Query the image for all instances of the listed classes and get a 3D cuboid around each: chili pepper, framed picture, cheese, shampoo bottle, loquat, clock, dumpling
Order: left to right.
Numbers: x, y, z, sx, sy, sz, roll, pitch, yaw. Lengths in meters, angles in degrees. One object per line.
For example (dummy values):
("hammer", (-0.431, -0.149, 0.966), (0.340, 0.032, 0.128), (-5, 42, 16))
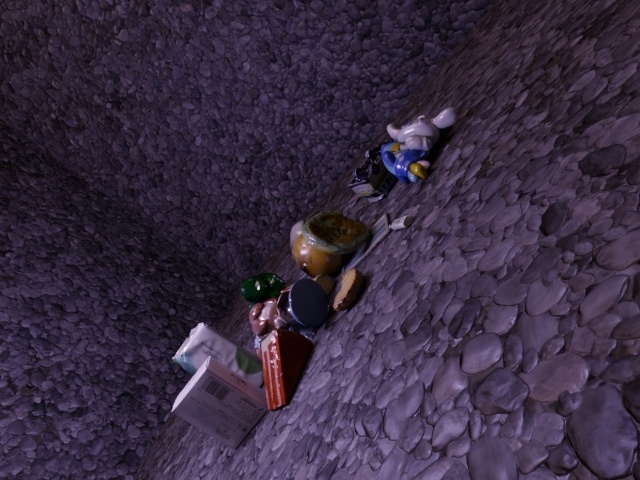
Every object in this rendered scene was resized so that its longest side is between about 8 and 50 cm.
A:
("chili pepper", (-0.304, 0.294, 2.433), (0.233, 0.248, 0.257), (-44, 16, -28))
("dumpling", (-0.129, -0.003, 2.837), (0.341, 0.181, 0.260), (3, 63, 51))
("cheese", (-0.023, 0.216, 1.865), (0.167, 0.094, 0.123), (-38, 20, 53))
("loquat", (-0.008, 0.053, 1.922), (0.235, 0.235, 0.235), (-49, 11, 13))
("framed picture", (0.189, 0.020, 1.827), (0.289, 0.016, 0.213), (-48, 12, 21))
("shampoo bottle", (0.294, -0.063, 1.618), (0.049, 0.034, 0.141), (-62, 12, -13))
("clock", (0.530, -0.490, 2.012), (0.215, 0.042, 0.215), (-49, 11, 13))

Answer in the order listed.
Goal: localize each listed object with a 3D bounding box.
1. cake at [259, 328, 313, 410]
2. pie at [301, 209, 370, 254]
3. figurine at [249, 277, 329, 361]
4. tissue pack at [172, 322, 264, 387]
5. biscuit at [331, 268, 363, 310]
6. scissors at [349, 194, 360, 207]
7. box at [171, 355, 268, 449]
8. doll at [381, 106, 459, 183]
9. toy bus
("cake", (-0.113, 0.466, 1.549), (0.158, 0.160, 0.261), (-41, 50, 43))
("pie", (0.063, -0.041, 1.822), (0.302, 0.303, 0.066), (-67, -10, -54))
("figurine", (-0.133, 0.309, 1.741), (0.388, 0.248, 0.276), (-29, 21, 42))
("tissue pack", (-0.427, 0.522, 1.835), (0.193, 0.356, 0.266), (-58, 12, -28))
("biscuit", (0.109, 0.174, 1.548), (0.118, 0.061, 0.183), (-39, 19, 44))
("scissors", (0.235, -0.268, 2.571), (0.187, 0.020, 0.133), (-51, 15, -1))
("box", (-0.353, 0.583, 1.557), (0.203, 0.274, 0.116), (-52, 12, 4))
("doll", (0.382, -0.404, 1.872), (0.365, 0.187, 0.376), (-65, 14, -16))
("toy bus", (0.286, -0.337, 2.155), (0.143, 0.179, 0.305), (-8, 43, 53))
